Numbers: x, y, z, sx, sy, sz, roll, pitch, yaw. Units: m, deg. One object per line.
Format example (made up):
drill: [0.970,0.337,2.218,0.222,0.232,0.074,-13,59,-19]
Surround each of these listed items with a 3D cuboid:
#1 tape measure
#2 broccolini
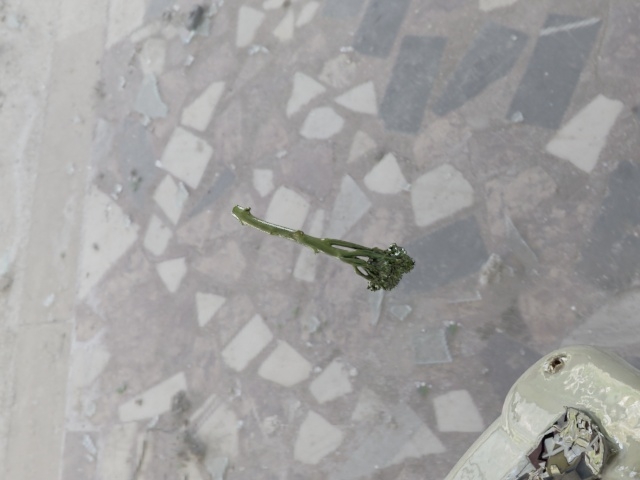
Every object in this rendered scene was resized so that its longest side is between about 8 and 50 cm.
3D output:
tape measure: [0.196,0.199,0.523,0.265,0.130,0.258,-49,19,0]
broccolini: [0.001,0.000,0.765,0.194,0.052,0.054,23,89,3]
